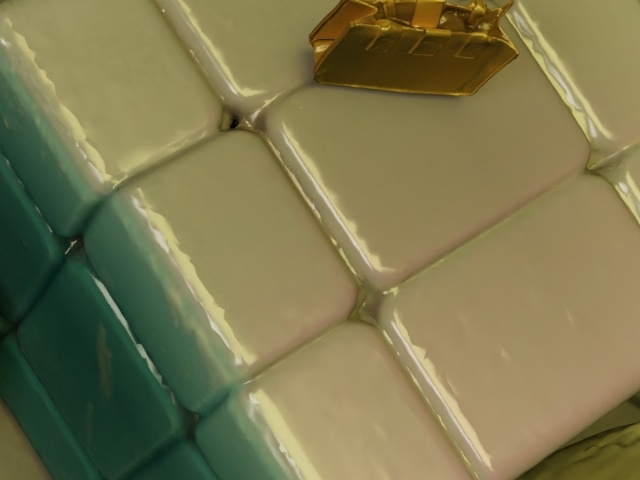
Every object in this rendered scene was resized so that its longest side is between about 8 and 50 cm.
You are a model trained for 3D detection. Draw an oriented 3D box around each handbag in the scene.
[{"bbox_3d":[0.041,-0.089,0.794,0.083,0.061,0.027,2,73,-21],"label":"handbag"}]

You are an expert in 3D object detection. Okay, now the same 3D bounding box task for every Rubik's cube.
[{"bbox_3d":[0.000,0.000,0.962,0.319,0.322,0.316,-31,86,-26],"label":"Rubik's cube"}]

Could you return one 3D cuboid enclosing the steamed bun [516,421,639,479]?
[{"bbox_3d":[0.190,0.262,0.963,0.312,0.334,0.233,-28,106,-13],"label":"steamed bun"}]
